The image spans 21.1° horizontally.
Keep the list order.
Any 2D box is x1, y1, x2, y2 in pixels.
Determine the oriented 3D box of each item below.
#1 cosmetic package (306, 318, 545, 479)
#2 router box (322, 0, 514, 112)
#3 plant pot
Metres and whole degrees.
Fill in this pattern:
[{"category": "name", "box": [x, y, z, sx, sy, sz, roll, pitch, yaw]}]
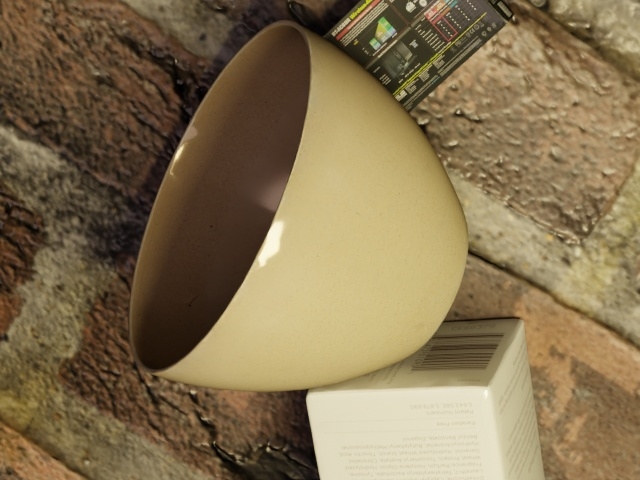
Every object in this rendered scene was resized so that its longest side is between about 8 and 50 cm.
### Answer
[{"category": "cosmetic package", "box": [0.092, 0.176, 1.392, 0.151, 0.151, 0.184, -4, 106, 19]}, {"category": "router box", "box": [0.076, -0.168, 1.340, 0.122, 0.038, 0.092, -41, 94, 24]}, {"category": "plant pot", "box": [0.000, 0.000, 1.318, 0.191, 0.284, 0.284, 23, 116, -22]}]
